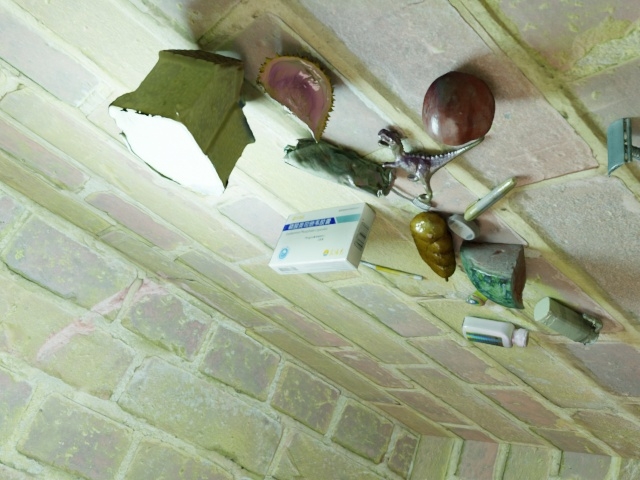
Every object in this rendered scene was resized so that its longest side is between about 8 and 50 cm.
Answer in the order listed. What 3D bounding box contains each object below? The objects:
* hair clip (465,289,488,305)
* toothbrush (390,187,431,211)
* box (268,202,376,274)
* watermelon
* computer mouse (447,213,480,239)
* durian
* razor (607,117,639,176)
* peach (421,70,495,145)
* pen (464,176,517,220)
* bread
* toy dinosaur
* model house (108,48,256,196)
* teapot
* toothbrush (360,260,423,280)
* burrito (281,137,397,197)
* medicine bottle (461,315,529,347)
[{"bbox_3d":[0.526,0.182,2.046,0.060,0.033,0.188,20,154,4],"label":"hair clip"},{"bbox_3d":[0.167,-0.154,1.698,0.307,0.025,0.029,25,146,-7],"label":"toothbrush"},{"bbox_3d":[0.000,0.000,1.925,0.343,0.200,0.065,-7,144,45],"label":"box"},{"bbox_3d":[0.513,0.097,1.770,0.176,0.256,0.260,-28,133,0],"label":"watermelon"},{"bbox_3d":[0.397,-0.041,1.716,0.096,0.039,0.066,38,152,-2],"label":"computer mouse"},{"bbox_3d":[-0.050,-0.333,1.409,0.182,0.132,0.165,25,146,2],"label":"durian"},{"bbox_3d":[0.681,-0.155,1.239,0.232,0.106,0.068,16,155,-9],"label":"razor"},{"bbox_3d":[0.279,-0.277,1.273,0.152,0.152,0.152,18,154,9],"label":"peach"},{"bbox_3d":[0.427,-0.106,1.580,0.040,0.032,0.233,46,152,5],"label":"pen"},{"bbox_3d":[0.346,0.027,1.836,0.124,0.084,0.344,41,169,38],"label":"bread"},{"bbox_3d":[0.260,-0.188,1.515,0.251,0.072,0.199,21,146,25],"label":"toy dinosaur"},{"bbox_3d":[-0.309,-0.308,1.505,0.261,0.266,0.321,18,157,23],"label":"model house"},{"bbox_3d":[0.777,0.246,1.931,0.200,0.077,0.107,28,134,-10],"label":"teapot"},{"bbox_3d":[0.212,0.100,2.145,0.288,0.024,0.021,14,151,16],"label":"toothbrush"},{"bbox_3d":[0.049,-0.196,1.642,0.309,0.096,0.066,20,173,0],"label":"burrito"},{"bbox_3d":[0.619,0.328,2.198,0.219,0.078,0.115,7,148,29],"label":"medicine bottle"}]
